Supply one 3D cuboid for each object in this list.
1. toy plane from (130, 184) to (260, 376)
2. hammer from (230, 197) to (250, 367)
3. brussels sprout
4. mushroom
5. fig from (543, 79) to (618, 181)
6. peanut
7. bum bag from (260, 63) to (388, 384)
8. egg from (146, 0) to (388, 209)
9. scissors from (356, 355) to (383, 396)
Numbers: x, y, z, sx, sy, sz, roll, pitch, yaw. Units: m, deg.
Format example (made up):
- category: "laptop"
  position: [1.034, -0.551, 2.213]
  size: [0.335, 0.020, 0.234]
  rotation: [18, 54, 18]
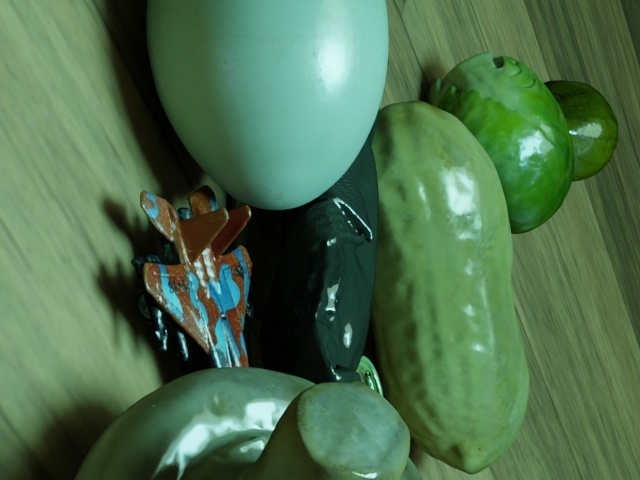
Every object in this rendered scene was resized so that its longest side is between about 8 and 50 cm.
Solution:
- category: "toy plane"
  position: [-0.066, 0.061, 0.778]
  size: [0.130, 0.061, 0.189]
  rotation: [-11, 95, -68]
- category: "hammer"
  position: [-0.052, 0.039, 0.876]
  size: [0.062, 0.013, 0.198]
  rotation: [36, 48, -59]
- category: "brussels sprout"
  position: [0.184, -0.098, 1.319]
  size: [0.161, 0.144, 0.180]
  rotation: [-34, 90, -44]
- category: "mushroom"
  position: [-0.018, 0.144, 0.634]
  size: [0.207, 0.215, 0.207]
  rotation: [14, 49, -16]
- category: "fig"
  position: [0.267, -0.131, 1.605]
  size: [0.126, 0.185, 0.133]
  rotation: [113, -34, -60]
- category: "peanut"
  position: [0.100, 0.037, 1.076]
  size: [0.147, 0.148, 0.318]
  rotation: [-49, 127, -62]
- category: "bum bag"
  position: [0.000, 0.000, 0.904]
  size: [0.142, 0.080, 0.326]
  rotation: [105, -8, -53]
- category: "egg"
  position: [-0.032, -0.122, 0.817]
  size: [0.151, 0.151, 0.209]
  rotation: [20, 65, -64]
- category: "scissors"
  position: [0.005, 0.051, 0.993]
  size: [0.133, 0.020, 0.187]
  rotation: [25, 55, -54]
